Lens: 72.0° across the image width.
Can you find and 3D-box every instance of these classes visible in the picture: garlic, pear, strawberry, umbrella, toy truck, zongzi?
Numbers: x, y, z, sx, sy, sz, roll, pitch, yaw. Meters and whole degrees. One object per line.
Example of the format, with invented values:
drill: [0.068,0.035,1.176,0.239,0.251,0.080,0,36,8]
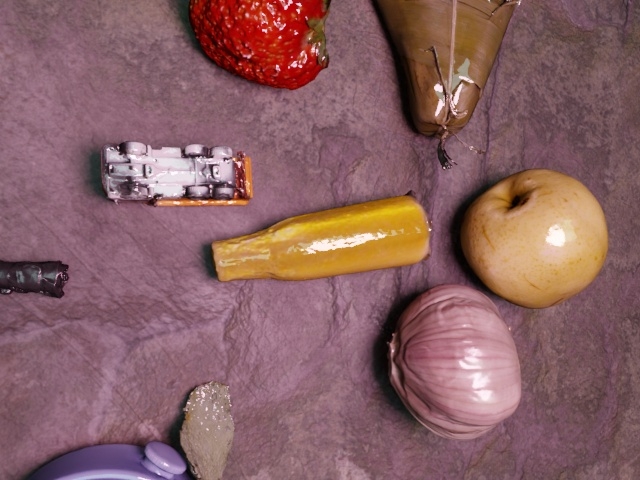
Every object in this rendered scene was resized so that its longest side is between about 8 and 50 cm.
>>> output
garlic: [0.266,0.243,0.915,0.260,0.317,0.317,0,87,-7]
pear: [0.473,0.002,0.984,0.309,0.309,0.309,1,87,-18]
strawberry: [-0.117,-0.431,0.850,0.277,0.257,0.257,3,86,-5]
umbrella: [-0.571,0.056,0.763,0.236,0.059,0.066,9,63,-16]
toy truck: [-0.264,-0.122,0.838,0.271,0.135,0.114,-2,85,-23]
zongzi: [0.203,-0.400,0.999,0.418,0.181,0.446,21,84,-1]

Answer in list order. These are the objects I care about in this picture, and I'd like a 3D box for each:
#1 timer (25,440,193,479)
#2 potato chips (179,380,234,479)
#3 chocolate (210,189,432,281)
timer: [-0.361,0.526,0.743,0.395,0.173,0.394,1,87,-17]
potato chips: [-0.207,0.391,0.833,0.059,0.228,0.167,-18,127,14]
chocolate: [0.000,0.000,0.916,0.446,0.162,0.162,-9,90,-14]
